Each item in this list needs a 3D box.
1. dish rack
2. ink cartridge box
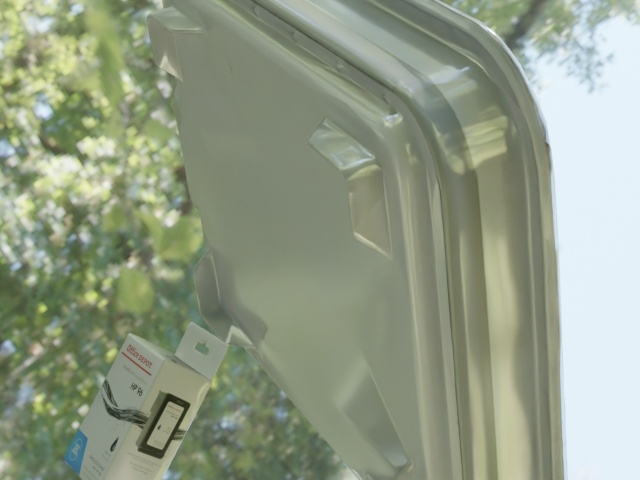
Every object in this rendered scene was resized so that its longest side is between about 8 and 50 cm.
[{"bbox_3d":[0.000,0.000,0.702,0.333,0.072,0.285,43,-33,54],"label":"dish rack"},{"bbox_3d":[-0.079,0.074,0.630,0.028,0.083,0.048,29,-4,-30],"label":"ink cartridge box"}]
